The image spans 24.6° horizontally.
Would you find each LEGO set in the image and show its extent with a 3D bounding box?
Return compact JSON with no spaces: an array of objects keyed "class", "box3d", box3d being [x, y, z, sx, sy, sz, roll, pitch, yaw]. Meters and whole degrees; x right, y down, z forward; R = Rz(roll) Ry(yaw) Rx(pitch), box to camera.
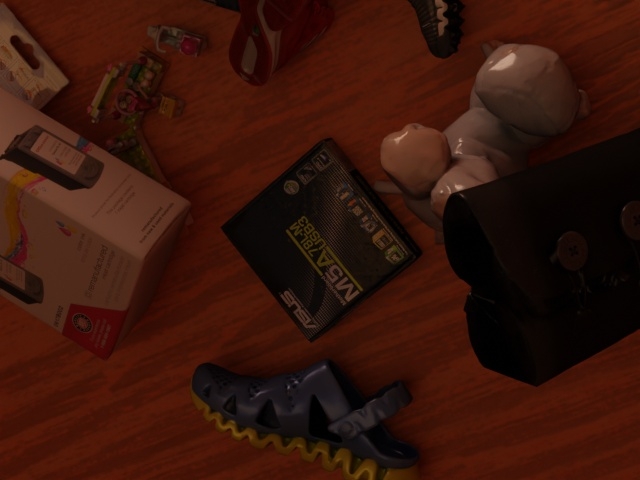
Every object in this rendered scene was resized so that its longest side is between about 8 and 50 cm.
[{"class":"LEGO set","box3d":[-0.228,-0.131,1.852,0.132,0.107,0.287,10,104,16]}]

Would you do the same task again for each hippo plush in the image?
[{"class":"hippo plush","box3d":[0.219,-0.094,1.671,0.234,0.294,0.236,41,87,7]}]

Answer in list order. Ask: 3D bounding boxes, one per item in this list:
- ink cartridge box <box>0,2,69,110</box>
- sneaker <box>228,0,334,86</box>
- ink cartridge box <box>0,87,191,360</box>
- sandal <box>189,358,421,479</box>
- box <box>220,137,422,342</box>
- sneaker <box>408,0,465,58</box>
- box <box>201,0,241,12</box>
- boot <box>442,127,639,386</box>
[{"class":"ink cartridge box","box3d":[-0.433,-0.204,1.946,0.179,0.045,0.145,-41,86,11]},{"class":"sneaker","box3d":[-0.033,-0.292,1.733,0.087,0.128,0.221,42,140,8]},{"class":"ink cartridge box","box3d":[-0.343,-0.022,1.845,0.306,0.131,0.226,30,137,3]},{"class":"sandal","box3d":[-0.009,0.208,1.850,0.317,0.126,0.138,18,102,5]},{"class":"box","box3d":[0.000,0.000,1.838,0.184,0.045,0.191,-39,87,18]},{"class":"sneaker","box3d":[0.104,-0.325,1.725,0.106,0.078,0.234,-10,94,22]},{"class":"box","box3d":[-0.149,-0.460,1.778,0.257,0.079,0.322,19,106,15]},{"class":"boot","box3d":[0.315,-0.099,1.534,0.445,0.146,0.367,-23,94,-17]}]
